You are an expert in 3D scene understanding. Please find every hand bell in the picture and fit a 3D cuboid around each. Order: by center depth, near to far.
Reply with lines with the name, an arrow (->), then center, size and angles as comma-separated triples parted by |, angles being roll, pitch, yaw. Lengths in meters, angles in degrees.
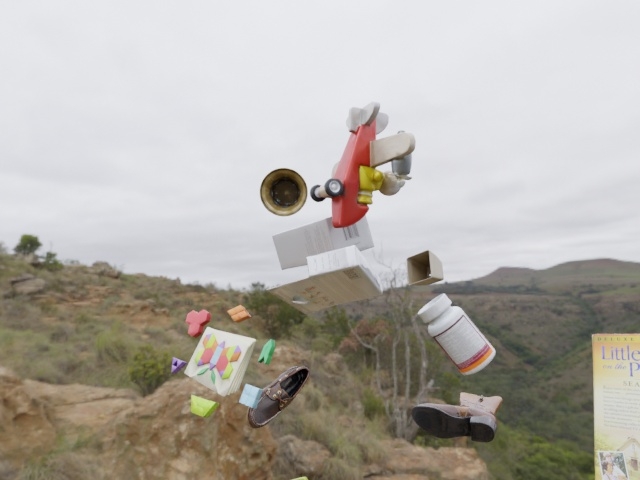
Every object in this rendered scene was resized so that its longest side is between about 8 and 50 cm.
hand bell -> -0.089, -0.135, 1.267 | 0.126, 0.126, 0.242 | -3, 5, 3

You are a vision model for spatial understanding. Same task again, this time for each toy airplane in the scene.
toy airplane -> 0.161, -0.254, 1.478 | 0.272, 0.386, 0.384 | 26, -59, -20

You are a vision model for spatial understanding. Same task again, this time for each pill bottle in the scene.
pill bottle -> 0.395, 0.272, 1.302 | 0.121, 0.221, 0.121 | -38, -8, -6

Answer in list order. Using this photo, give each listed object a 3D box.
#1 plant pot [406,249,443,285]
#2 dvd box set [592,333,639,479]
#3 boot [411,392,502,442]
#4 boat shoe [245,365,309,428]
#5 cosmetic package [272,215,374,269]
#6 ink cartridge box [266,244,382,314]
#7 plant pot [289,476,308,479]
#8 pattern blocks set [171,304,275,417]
plant pot -> 0.394, 0.110, 1.640 | 0.096, 0.109, 0.109 | 18, -30, -34
dvd box set -> 0.657, 0.374, 0.780 | 0.062, 0.421, 0.307 | 32, -30, -35
boot -> 0.462, 0.557, 1.490 | 0.264, 0.096, 0.280 | -5, 2, 25
boat shoe -> -0.107, 0.398, 1.150 | 0.073, 0.073, 0.207 | -30, 8, 45
cosmetic package -> 0.000, 0.000, 1.686 | 0.196, 0.155, 0.365 | -16, 0, -36
ink cartridge box -> 0.020, 0.122, 1.277 | 0.261, 0.066, 0.296 | -15, -26, 14
plant pot -> -0.133, 0.825, 1.285 | 0.228, 0.227, 0.207 | -31, -28, 27
pattern blocks set -> -0.261, 0.302, 1.141 | 0.324, 0.286, 0.026 | -5, -29, 30
